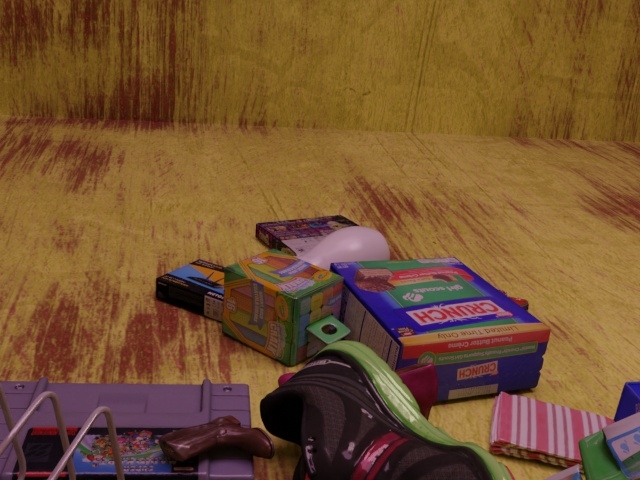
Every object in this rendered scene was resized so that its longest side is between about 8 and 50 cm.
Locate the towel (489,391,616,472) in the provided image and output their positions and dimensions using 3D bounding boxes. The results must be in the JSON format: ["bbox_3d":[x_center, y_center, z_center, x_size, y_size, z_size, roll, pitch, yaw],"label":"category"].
[{"bbox_3d":[0.349,0.286,1.186,0.197,0.029,0.144,12,22,11],"label":"towel"}]

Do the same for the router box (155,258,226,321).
[{"bbox_3d":[-0.201,0.094,1.532,0.179,0.046,0.133,16,23,27],"label":"router box"}]

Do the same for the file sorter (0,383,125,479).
[{"bbox_3d":[-0.357,0.250,0.821,0.278,0.193,0.173,10,36,12],"label":"file sorter"}]

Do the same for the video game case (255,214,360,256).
[{"bbox_3d":[0.000,0.000,1.833,0.232,0.042,0.210,-7,24,-29],"label":"video game case"}]

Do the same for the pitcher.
[{"bbox_3d":[0.019,0.044,1.638,0.207,0.125,0.178,-18,14,-25],"label":"pitcher"}]

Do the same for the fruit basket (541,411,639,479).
[{"bbox_3d":[0.426,0.307,0.832,0.327,0.165,0.353,-25,22,7],"label":"fruit basket"}]

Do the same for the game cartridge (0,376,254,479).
[{"bbox_3d":[-0.267,0.260,1.066,0.355,0.068,0.230,2,17,-8],"label":"game cartridge"}]

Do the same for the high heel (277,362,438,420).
[{"bbox_3d":[0.052,0.205,1.196,0.244,0.117,0.082,15,23,23],"label":"high heel"}]

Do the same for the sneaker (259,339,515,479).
[{"bbox_3d":[0.077,0.295,0.948,0.202,0.185,0.483,-24,27,-20],"label":"sneaker"}]

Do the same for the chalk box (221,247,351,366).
[{"bbox_3d":[-0.048,0.118,1.383,0.213,0.132,0.132,20,25,34],"label":"chalk box"}]

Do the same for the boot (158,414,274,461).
[{"bbox_3d":[-0.129,0.252,0.991,0.106,0.037,0.114,13,11,42],"label":"boot"}]

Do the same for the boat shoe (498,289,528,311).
[{"bbox_3d":[0.348,0.118,1.604,0.137,0.043,0.049,5,19,-4],"label":"boat shoe"}]

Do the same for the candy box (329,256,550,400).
[{"bbox_3d":[0.184,0.141,1.391,0.268,0.122,0.317,-3,23,-21],"label":"candy box"}]

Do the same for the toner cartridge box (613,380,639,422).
[{"bbox_3d":[0.551,0.312,1.065,0.165,0.075,0.348,2,25,-12],"label":"toner cartridge box"}]
